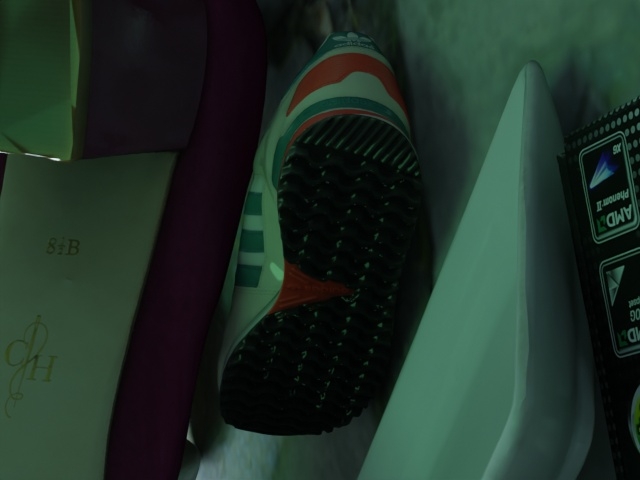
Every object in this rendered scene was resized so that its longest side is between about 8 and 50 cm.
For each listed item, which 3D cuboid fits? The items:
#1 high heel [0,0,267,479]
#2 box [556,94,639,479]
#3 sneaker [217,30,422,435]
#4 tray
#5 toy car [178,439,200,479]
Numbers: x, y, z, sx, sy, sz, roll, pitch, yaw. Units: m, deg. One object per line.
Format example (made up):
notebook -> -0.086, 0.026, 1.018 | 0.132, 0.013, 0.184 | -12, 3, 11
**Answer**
high heel -> -0.084, 0.073, 0.577 | 0.127, 0.181, 0.377 | 15, 98, 19
box -> 0.122, 0.043, 0.281 | 0.191, 0.045, 0.184 | 152, 114, -64
sneaker -> 0.000, 0.000, 0.543 | 0.075, 0.057, 0.161 | -89, 10, -46
tray -> 0.029, 0.094, 0.458 | 0.145, 0.030, 0.270 | -80, 7, -51
toy car -> -0.135, 0.047, 0.726 | 0.182, 0.136, 0.159 | -155, 64, -62
